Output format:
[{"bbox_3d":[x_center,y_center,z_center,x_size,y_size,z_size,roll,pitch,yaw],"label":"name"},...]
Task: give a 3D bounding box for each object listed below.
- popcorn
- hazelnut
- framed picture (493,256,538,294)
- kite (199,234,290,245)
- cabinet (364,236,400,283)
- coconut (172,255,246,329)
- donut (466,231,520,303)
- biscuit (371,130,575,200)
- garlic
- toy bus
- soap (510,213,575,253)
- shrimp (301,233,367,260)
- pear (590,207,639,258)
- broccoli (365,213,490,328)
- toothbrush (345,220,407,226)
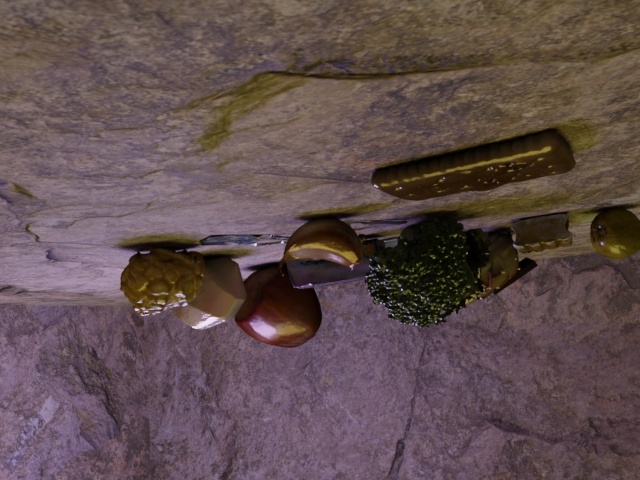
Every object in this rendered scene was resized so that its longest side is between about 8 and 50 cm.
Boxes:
[{"bbox_3d":[-0.437,0.106,1.722,0.250,0.190,0.250,-17,169,-3],"label":"popcorn"},{"bbox_3d":[-0.168,0.261,2.476,0.365,0.366,0.366,-5,172,-1],"label":"hazelnut"},{"bbox_3d":[0.644,0.119,2.104,0.168,0.023,0.128,-36,180,7],"label":"framed picture"},{"bbox_3d":[-0.177,-0.001,1.715,0.309,0.015,0.169,-3,171,-14],"label":"kite"},{"bbox_3d":[0.257,0.077,2.081,0.144,0.150,0.206,-11,170,36],"label":"cabinet"},{"bbox_3d":[-0.362,0.159,2.032,0.259,0.260,0.259,-5,172,-1],"label":"coconut"},{"bbox_3d":[0.525,0.097,2.105,0.307,0.150,0.371,-35,179,-6],"label":"donut"},{"bbox_3d":[0.271,-0.118,1.097,0.324,0.044,0.217,-10,170,28],"label":"biscuit"},{"bbox_3d":[0.000,-0.001,1.515,0.206,0.128,0.115,-2,-145,-2],"label":"garlic"},{"bbox_3d":[0.048,0.073,1.951,0.316,0.138,0.112,-11,169,24],"label":"toy bus"},{"bbox_3d":[0.690,-0.017,1.931,0.173,0.089,0.274,-11,171,20],"label":"soap"},{"bbox_3d":[0.032,0.022,1.827,0.254,0.059,0.145,-13,179,20],"label":"shrimp"},{"bbox_3d":[0.861,-0.020,1.817,0.162,0.149,0.148,9,165,-37],"label":"pear"},{"bbox_3d":[0.299,0.077,1.698,0.323,0.272,0.334,-14,137,41],"label":"broccoli"},{"bbox_3d":[0.141,-0.043,1.625,0.193,0.019,0.013,-4,172,-20],"label":"toothbrush"}]
